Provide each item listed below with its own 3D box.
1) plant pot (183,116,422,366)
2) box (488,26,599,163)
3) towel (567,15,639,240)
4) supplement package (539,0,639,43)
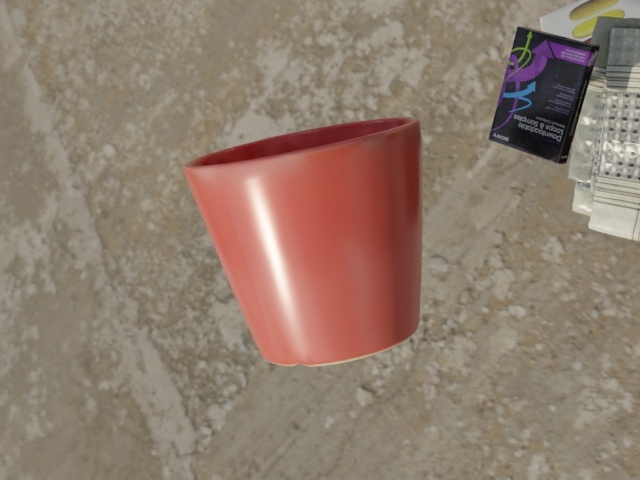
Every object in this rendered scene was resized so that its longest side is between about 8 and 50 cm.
[{"bbox_3d":[0.000,0.000,1.074,0.274,0.275,0.243,0,106,43],"label":"plant pot"},{"bbox_3d":[0.299,-0.196,1.245,0.116,0.029,0.162,26,115,37],"label":"box"},{"bbox_3d":[0.497,-0.141,1.281,0.324,0.056,0.312,20,117,43],"label":"towel"},{"bbox_3d":[0.510,-0.333,1.532,0.244,0.134,0.139,-20,54,27],"label":"supplement package"}]
